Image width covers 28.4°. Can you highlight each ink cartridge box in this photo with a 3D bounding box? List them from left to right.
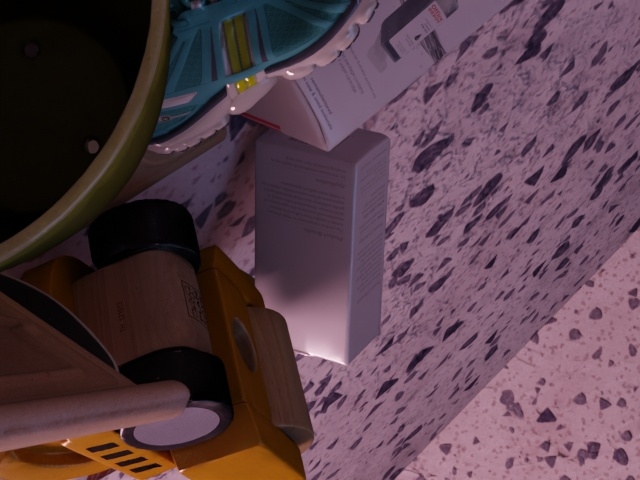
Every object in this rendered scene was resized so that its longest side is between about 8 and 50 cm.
[{"bbox_3d":[0.030,-0.187,1.053,0.218,0.158,0.092,-39,123,-17],"label":"ink cartridge box"}]

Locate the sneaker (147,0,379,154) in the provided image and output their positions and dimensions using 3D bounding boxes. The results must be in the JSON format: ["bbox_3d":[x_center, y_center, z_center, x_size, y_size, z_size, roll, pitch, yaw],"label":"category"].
[{"bbox_3d":[-0.058,-0.158,0.867,0.275,0.107,0.110,-36,138,21],"label":"sneaker"}]

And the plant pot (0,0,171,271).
[{"bbox_3d":[-0.199,-0.095,0.713,0.275,0.275,0.293,-45,174,-3],"label":"plant pot"}]

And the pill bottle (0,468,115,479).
[{"bbox_3d":[-0.244,0.185,1.276,0.216,0.121,0.121,-25,150,-45],"label":"pill bottle"}]

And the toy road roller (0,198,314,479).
[{"bbox_3d":[-0.170,0.127,1.146,0.240,0.203,0.329,-22,151,12],"label":"toy road roller"}]

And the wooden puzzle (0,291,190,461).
[{"bbox_3d":[-0.288,0.046,0.637,0.322,0.347,0.081,3,109,-63],"label":"wooden puzzle"}]

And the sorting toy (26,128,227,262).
[{"bbox_3d":[-0.211,-0.072,1.002,0.307,0.041,0.229,-34,156,-19],"label":"sorting toy"}]

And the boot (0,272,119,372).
[{"bbox_3d":[-0.288,0.104,0.943,0.176,0.244,0.088,-53,-162,19],"label":"boot"}]

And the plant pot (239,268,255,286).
[{"bbox_3d":[-0.112,0.063,1.358,0.081,0.083,0.081,-51,158,13],"label":"plant pot"}]

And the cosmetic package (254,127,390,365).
[{"bbox_3d":[0.000,0.000,1.289,0.085,0.117,0.231,-40,140,-51],"label":"cosmetic package"}]
